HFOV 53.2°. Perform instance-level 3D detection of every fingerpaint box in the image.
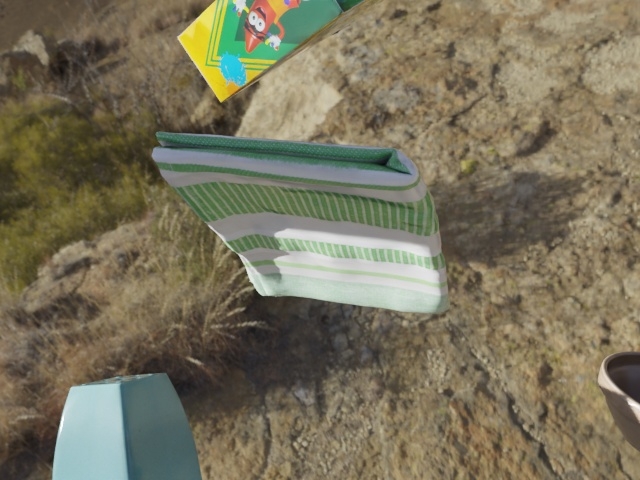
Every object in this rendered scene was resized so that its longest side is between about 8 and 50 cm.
[{"bbox_3d":[-0.003,-0.490,1.251,0.371,0.163,0.445,-20,19,48],"label":"fingerpaint box"}]

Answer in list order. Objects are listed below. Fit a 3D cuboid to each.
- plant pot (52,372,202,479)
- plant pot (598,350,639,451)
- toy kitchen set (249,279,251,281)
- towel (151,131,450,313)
[{"bbox_3d":[-0.293,0.327,0.967,0.166,0.165,0.234,-9,85,25],"label":"plant pot"},{"bbox_3d":[0.570,0.288,1.044,0.238,0.109,0.237,8,19,-3],"label":"plant pot"},{"bbox_3d":[-0.108,0.065,1.399,0.068,0.075,0.083,23,20,-2],"label":"toy kitchen set"},{"bbox_3d":[0.000,0.000,0.653,0.248,0.325,0.038,6,65,17],"label":"towel"}]
